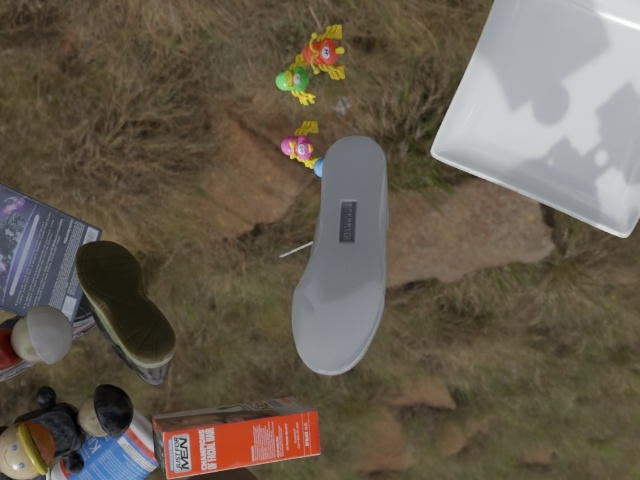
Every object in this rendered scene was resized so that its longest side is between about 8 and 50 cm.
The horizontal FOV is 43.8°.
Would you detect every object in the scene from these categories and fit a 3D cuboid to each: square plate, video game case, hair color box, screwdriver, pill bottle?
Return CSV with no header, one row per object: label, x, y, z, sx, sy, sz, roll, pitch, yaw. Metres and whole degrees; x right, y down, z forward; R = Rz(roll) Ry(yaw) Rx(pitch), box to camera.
square plate,0.395,-0.226,1.245,0.344,0.049,0.347,25,108,9
video game case,-0.511,0.022,1.348,0.026,0.196,0.274,-2,158,40
hair color box,-0.094,0.212,0.872,0.167,0.053,0.093,-5,-179,-20
screwdriver,0.000,0.000,1.317,0.170,0.024,0.025,-29,122,31
pill bottle,-0.379,0.397,1.363,0.221,0.124,0.124,-43,140,-10

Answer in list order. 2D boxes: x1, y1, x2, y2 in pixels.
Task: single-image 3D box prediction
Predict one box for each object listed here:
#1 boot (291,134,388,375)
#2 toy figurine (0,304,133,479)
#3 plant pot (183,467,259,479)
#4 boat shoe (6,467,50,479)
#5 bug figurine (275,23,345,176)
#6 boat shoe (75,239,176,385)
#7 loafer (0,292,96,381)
boot,0.036,0.025,0.852,0.095,0.258,0.123,6,161,14
toy figurine,-0.278,0.194,0.769,0.148,0.209,0.213,-19,128,0
plant pot,-0.219,0.558,1.545,0.229,0.263,0.263,-31,160,-50
boat shoe,-0.604,0.508,1.599,0.079,0.095,0.254,-23,125,-54
bug figurine,-0.013,-0.218,1.356,0.072,0.216,0.279,-10,100,-27
boat shoe,-0.242,0.087,0.967,0.080,0.223,0.073,-14,133,-31
loafer,-0.526,0.167,1.549,0.302,0.109,0.095,-34,157,-31
